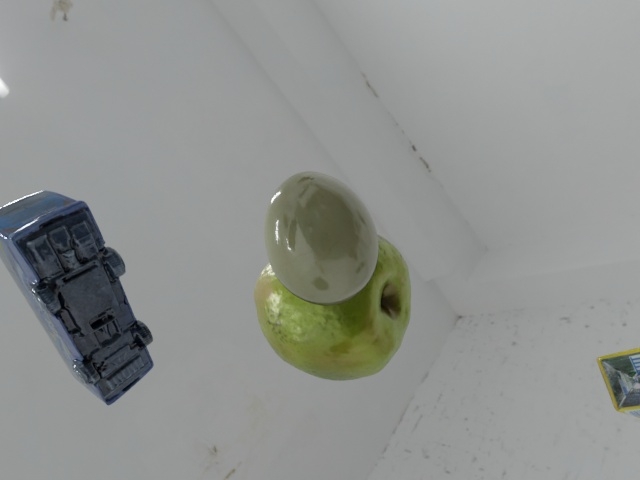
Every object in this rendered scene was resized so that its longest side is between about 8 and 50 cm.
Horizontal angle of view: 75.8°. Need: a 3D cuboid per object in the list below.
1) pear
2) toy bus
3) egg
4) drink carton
[{"bbox_3d":[0.018,0.146,0.993,0.391,0.391,0.390,10,-108,-32],"label":"pear"},{"bbox_3d":[-0.247,0.065,0.427,0.079,0.094,0.236,-37,-39,-39],"label":"toy bus"},{"bbox_3d":[0.000,0.000,0.681,0.186,0.186,0.241,-54,-42,-32],"label":"egg"},{"bbox_3d":[0.428,0.195,0.523,0.200,0.074,0.084,26,-133,-35],"label":"drink carton"}]
